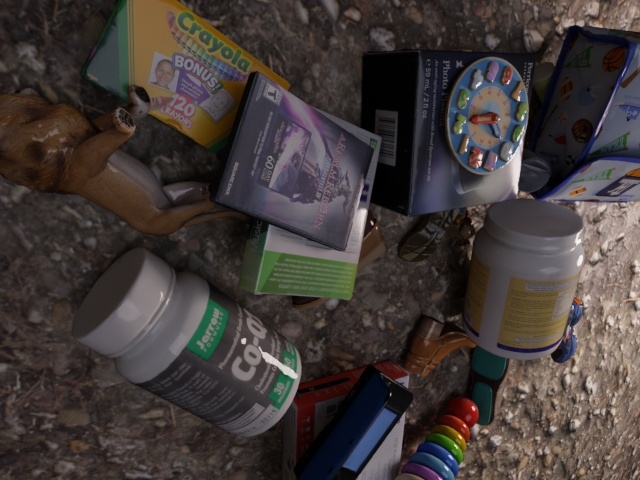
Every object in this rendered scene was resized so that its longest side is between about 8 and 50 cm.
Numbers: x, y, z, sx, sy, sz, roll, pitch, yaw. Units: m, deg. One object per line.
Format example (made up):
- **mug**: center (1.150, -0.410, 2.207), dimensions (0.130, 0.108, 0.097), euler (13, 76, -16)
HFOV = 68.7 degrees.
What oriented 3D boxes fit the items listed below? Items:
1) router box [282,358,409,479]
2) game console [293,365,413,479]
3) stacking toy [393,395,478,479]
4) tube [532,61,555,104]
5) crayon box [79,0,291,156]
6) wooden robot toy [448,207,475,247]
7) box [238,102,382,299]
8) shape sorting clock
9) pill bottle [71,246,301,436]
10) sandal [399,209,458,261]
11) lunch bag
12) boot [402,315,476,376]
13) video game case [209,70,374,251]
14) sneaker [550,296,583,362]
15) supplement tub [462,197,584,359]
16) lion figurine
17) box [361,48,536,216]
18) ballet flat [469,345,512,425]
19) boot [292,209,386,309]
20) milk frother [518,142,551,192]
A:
- **router box**: center (0.059, 0.484, 1.145), dimensions (0.301, 0.082, 0.335), euler (-8, 110, -26)
- **game console**: center (0.090, 0.438, 0.994), dimensions (0.250, 0.173, 0.293), euler (38, 87, -32)
- **stacking toy**: center (0.328, 0.555, 1.257), dimensions (0.330, 0.141, 0.141), euler (-45, 126, -38)
- **tube**: center (0.596, -0.340, 1.167), dimensions (0.070, 0.062, 0.240), euler (-25, 134, 32)
- **crayon box**: center (-0.205, -0.255, 0.746), dimensions (0.278, 0.081, 0.165), euler (27, 93, -33)
- **wooden robot toy**: center (0.343, -0.040, 1.120), dimensions (0.076, 0.079, 0.173), euler (-37, 121, -12)
- **box**: center (-0.010, -0.060, 0.832), dimensions (0.232, 0.058, 0.322), euler (11, 89, -43)
- **shape sorting clock**: center (0.306, -0.222, 0.845), dimensions (0.206, 0.040, 0.206), euler (-9, 110, -26)
- **pill bottle**: center (-0.219, 0.182, 0.818), dimensions (0.204, 0.204, 0.361), euler (-50, 123, -5)
- **sandal**: center (0.253, -0.024, 1.090), dimensions (0.072, 0.049, 0.180), euler (32, 103, -9)
- **lunch bag**: center (0.690, -0.258, 1.072), dimensions (0.328, 0.239, 0.385), euler (1, 124, -13)
- **boot**: center (0.310, 0.289, 1.224), dimensions (0.197, 0.073, 0.152), euler (22, 95, -22)
- **video game case**: center (-0.029, -0.111, 0.749), dimensions (0.274, 0.026, 0.196), euler (21, 83, -42)
- **sneaker**: center (0.739, 0.277, 1.455), dimensions (0.087, 0.083, 0.221), euler (-3, 104, -13)
- **supplement tub**: center (0.479, 0.090, 1.122), dimensions (0.241, 0.241, 0.331), euler (-15, 122, -23)
- **lion figurine**: center (-0.297, -0.089, 0.717), dimensions (0.240, 0.142, 0.392), euler (-26, 132, 21)
- **box**: center (0.251, -0.225, 0.947), dimensions (0.294, 0.183, 0.296), euler (-11, 112, -27)
- **ballet flat**: center (0.490, 0.380, 1.346), dimensions (0.106, 0.107, 0.316), euler (-18, 122, -44)
- **boot**: center (0.000, 0.000, 0.963), dimensions (0.248, 0.090, 0.207), euler (-37, 108, -11)
- **milk frother**: center (0.459, -0.144, 1.112), dimensions (0.129, 0.134, 0.143), euler (-19, 116, 13)
